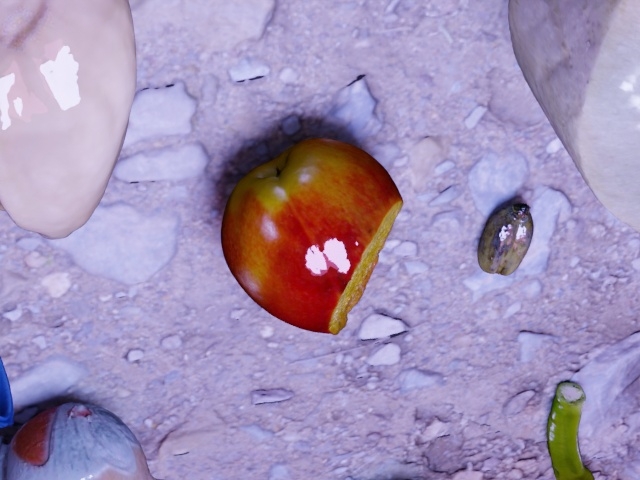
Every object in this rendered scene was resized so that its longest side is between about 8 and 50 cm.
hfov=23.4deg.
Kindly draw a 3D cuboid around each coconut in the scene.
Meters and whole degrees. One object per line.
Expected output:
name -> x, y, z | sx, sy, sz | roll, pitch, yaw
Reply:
coconut -> 0.376, -0.182, 1.358 | 0.415, 0.415, 0.344 | -19, 130, -3

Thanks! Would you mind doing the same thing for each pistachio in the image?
pistachio -> -0.251, -0.137, 1.340 | 0.193, 0.214, 0.318 | 26, 140, 16

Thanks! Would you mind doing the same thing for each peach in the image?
peach -> 0.000, 0.000, 1.529 | 0.190, 0.190, 0.192 | -35, 112, 11

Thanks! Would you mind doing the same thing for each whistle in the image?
whistle -> -0.328, 0.260, 1.660 | 0.348, 0.189, 0.189 | -3, 130, 1

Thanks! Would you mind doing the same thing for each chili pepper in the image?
chili pepper -> 0.310, 0.256, 1.942 | 0.052, 0.050, 0.201 | 9, 137, 22

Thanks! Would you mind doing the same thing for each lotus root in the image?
lotus root -> 0.204, -0.004, 1.685 | 0.054, 0.049, 0.099 | 9, 126, -14

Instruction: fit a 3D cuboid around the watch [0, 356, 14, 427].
watch -> -0.375, 0.113, 1.496 | 0.171, 0.196, 0.200 | -17, 125, 8
